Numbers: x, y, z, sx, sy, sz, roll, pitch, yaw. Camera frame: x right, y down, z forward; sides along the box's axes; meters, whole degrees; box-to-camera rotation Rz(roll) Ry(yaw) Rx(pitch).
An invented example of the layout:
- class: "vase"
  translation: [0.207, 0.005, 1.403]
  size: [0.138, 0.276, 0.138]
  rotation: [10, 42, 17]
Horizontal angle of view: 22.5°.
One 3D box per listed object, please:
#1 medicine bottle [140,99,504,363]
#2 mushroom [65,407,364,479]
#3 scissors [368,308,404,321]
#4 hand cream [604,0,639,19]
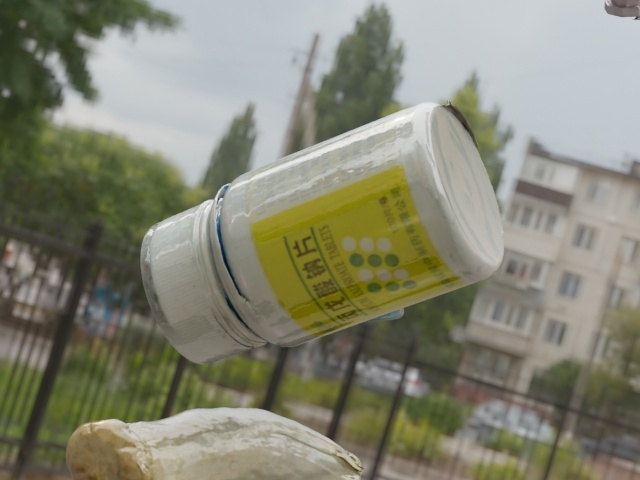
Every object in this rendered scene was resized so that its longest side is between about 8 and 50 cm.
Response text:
- class: "medicine bottle"
  translation: [0.000, 0.000, 1.238]
  size: [0.258, 0.143, 0.143]
  rotation: [-20, -19, 23]
- class: "mushroom"
  translation: [-0.100, 0.229, 1.635]
  size: [0.351, 0.095, 0.123]
  rotation: [8, 29, -44]
- class: "scissors"
  translation: [-0.036, 0.079, 1.631]
  size: [0.138, 0.041, 0.289]
  rotation: [0, 4, 39]
- class: "hand cream"
  translation: [0.213, -0.221, 1.086]
  size: [0.084, 0.142, 0.053]
  rotation: [17, 28, 31]
